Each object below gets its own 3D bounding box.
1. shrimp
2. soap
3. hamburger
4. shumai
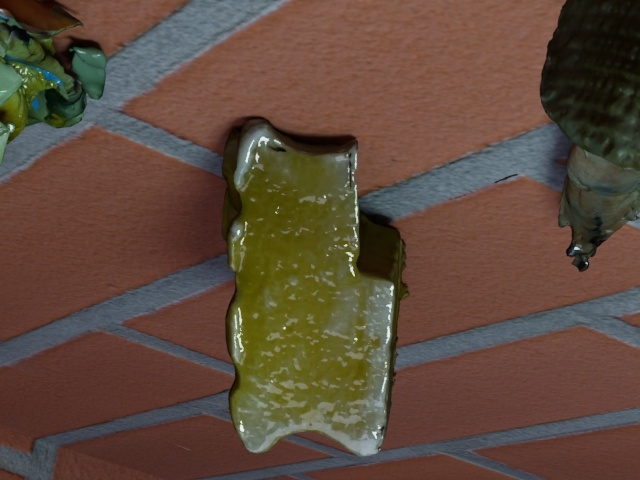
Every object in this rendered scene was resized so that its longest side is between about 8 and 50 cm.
[{"bbox_3d":[0.260,-0.044,1.177,0.145,0.059,0.254,-1,153,4],"label":"shrimp"},{"bbox_3d":[0.000,0.000,1.441,0.169,0.304,0.339,3,-162,4],"label":"soap"},{"bbox_3d":[-0.301,-0.112,1.148,0.260,0.150,0.276,-2,156,34],"label":"hamburger"},{"bbox_3d":[0.224,-0.102,0.871,0.142,0.184,0.184,19,159,-37],"label":"shumai"}]
